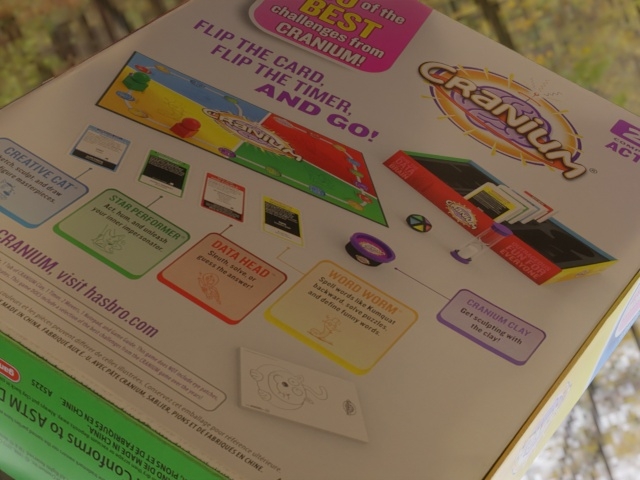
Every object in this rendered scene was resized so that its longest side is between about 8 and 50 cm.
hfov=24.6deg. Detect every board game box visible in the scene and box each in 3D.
[{"bbox_3d":[0.000,0.000,0.595,0.242,0.064,0.316,31,-140,17],"label":"board game box"}]
